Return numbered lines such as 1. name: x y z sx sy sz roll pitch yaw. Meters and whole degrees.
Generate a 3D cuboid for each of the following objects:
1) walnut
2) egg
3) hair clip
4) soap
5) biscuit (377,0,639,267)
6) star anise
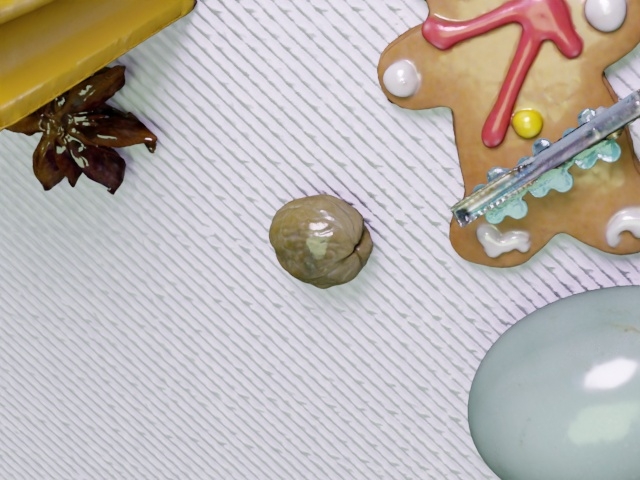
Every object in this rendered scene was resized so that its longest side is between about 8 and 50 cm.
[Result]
1. walnut: 0.000 0.000 0.816 0.092 0.092 0.092 7 115 15
2. egg: 0.228 0.124 0.747 0.231 0.168 0.168 -25 104 23
3. hair clip: 0.177 -0.057 0.701 0.173 0.049 0.049 -33 101 29
4. soap: -0.240 -0.181 0.674 0.204 0.324 0.096 13 121 14
5. biscuit: 0.148 -0.131 0.728 0.216 0.047 0.340 -10 111 20
6. star anise: -0.229 -0.111 0.849 0.168 0.057 0.168 6 115 13
